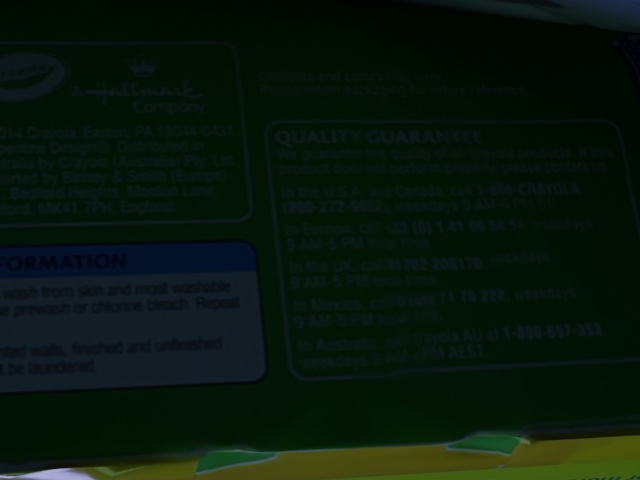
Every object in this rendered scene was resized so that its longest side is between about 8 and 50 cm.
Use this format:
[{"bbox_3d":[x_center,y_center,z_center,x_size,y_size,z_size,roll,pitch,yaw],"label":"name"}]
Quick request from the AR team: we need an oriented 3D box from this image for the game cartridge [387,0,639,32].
[{"bbox_3d":[-0.046,-0.104,0.360,0.297,0.062,0.198,15,-178,37],"label":"game cartridge"}]

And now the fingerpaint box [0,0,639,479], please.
[{"bbox_3d":[-0.026,0.066,0.573,0.445,0.163,0.371,-2,154,-11],"label":"fingerpaint box"}]
